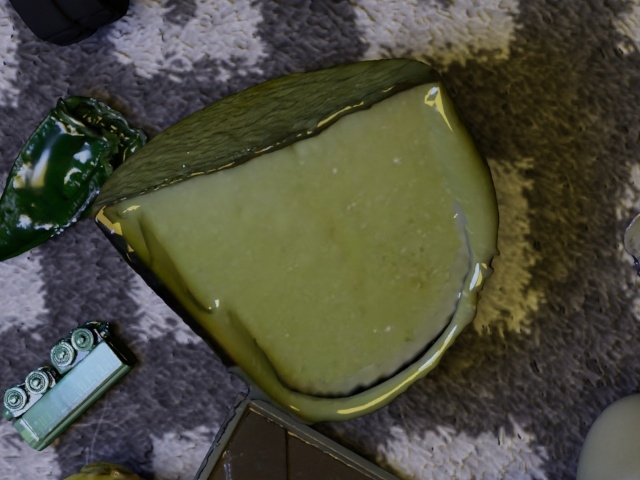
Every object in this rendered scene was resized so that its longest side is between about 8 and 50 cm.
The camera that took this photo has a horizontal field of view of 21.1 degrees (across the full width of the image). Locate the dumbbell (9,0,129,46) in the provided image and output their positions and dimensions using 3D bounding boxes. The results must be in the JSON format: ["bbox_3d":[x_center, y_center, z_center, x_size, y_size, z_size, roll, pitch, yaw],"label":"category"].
[{"bbox_3d":[-0.152,-0.308,1.583,0.388,0.185,0.185,-18,90,14],"label":"dumbbell"}]

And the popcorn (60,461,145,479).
[{"bbox_3d":[-0.202,0.313,1.638,0.187,0.167,0.185,-33,70,-31],"label":"popcorn"}]

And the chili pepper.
[{"bbox_3d":[-0.267,-0.054,1.690,0.216,0.062,0.108,-38,79,12],"label":"chili pepper"}]

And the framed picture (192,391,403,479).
[{"bbox_3d":[-0.044,0.321,1.574,0.232,0.024,0.315,31,65,-2],"label":"framed picture"}]

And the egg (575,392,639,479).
[{"bbox_3d":[0.322,0.254,1.514,0.188,0.188,0.253,-31,80,13],"label":"egg"}]

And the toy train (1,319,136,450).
[{"bbox_3d":[-0.252,0.140,1.710,0.148,0.038,0.071,-43,87,11],"label":"toy train"}]

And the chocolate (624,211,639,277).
[{"bbox_3d":[0.374,0.026,1.511,0.221,0.147,0.221,1,94,16],"label":"chocolate"}]

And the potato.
[{"bbox_3d":[0.000,0.000,1.583,0.330,0.213,0.280,-24,106,3],"label":"potato"}]
